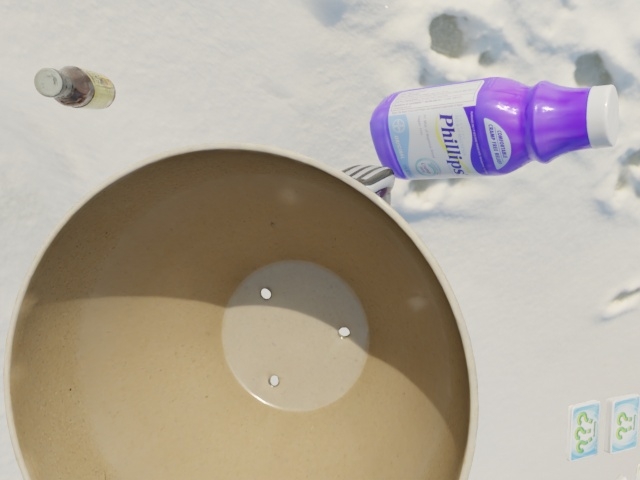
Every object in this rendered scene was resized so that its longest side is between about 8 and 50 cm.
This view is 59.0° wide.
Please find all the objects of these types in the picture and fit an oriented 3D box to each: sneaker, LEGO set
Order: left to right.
[{"bbox_3d":[0.000,0.000,0.582,0.223,0.083,0.098,-27,120,-32],"label":"sneaker"},{"bbox_3d":[0.406,0.326,0.746,0.182,0.060,0.245,-3,99,-20],"label":"LEGO set"}]

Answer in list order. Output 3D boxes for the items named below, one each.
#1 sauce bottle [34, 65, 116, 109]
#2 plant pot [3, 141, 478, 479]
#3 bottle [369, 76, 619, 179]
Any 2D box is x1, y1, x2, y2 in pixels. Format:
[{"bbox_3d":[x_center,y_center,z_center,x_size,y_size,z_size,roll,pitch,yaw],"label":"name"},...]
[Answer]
[{"bbox_3d":[-0.244,-0.153,0.567,0.042,0.128,0.042,-1,102,-3],"label":"sauce bottle"},{"bbox_3d":[-0.038,0.086,0.412,0.284,0.284,0.191,-44,172,8],"label":"plant pot"},{"bbox_3d":[0.201,-0.136,0.687,0.092,0.282,0.118,-53,131,-37],"label":"bottle"}]
